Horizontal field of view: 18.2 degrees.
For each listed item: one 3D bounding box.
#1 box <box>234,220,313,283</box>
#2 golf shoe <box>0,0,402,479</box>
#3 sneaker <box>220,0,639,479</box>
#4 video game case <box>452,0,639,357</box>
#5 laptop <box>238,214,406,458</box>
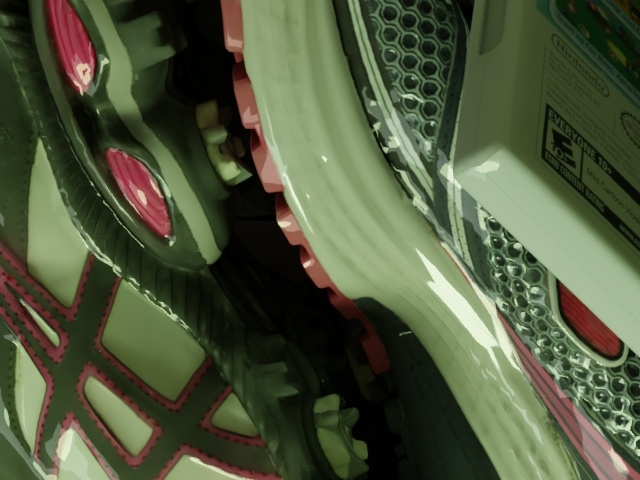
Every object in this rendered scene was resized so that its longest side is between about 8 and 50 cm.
[{"bbox_3d":[-0.073,0.052,0.684,0.145,0.038,0.186,1,150,1],"label":"box"},{"bbox_3d":[-0.046,0.044,0.554,0.105,0.120,0.273,-55,-57,-77],"label":"golf shoe"},{"bbox_3d":[0.057,-0.011,0.555,0.121,0.112,0.299,-76,-37,-68],"label":"sneaker"},{"bbox_3d":[0.093,-0.019,0.500,0.019,0.143,0.157,-29,123,32],"label":"video game case"},{"bbox_3d":[0.000,0.000,0.850,0.408,0.236,0.382,53,173,32],"label":"laptop"}]
